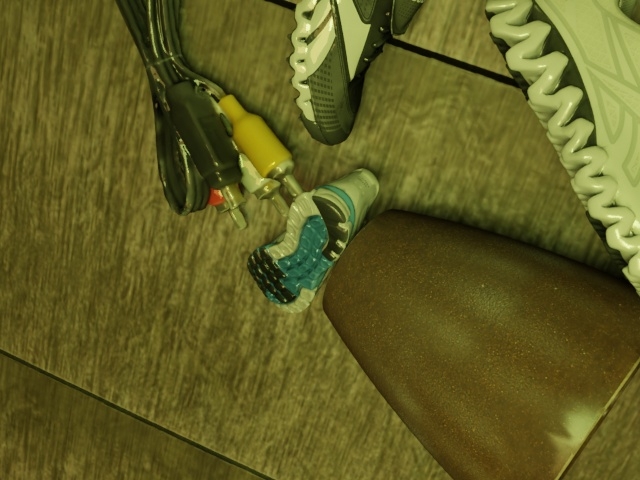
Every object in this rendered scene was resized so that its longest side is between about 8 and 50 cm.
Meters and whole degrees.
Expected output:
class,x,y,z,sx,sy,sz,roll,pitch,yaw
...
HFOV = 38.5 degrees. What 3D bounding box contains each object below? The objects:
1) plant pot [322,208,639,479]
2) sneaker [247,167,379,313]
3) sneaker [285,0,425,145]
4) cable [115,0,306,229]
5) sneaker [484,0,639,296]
class,x,y,z,sx,sy,sz,roll,pitch,yaw
plant pot,0.123,0.078,0.732,0.230,0.215,0.215,35,122,21
sneaker,0.000,0.000,0.809,0.071,0.083,0.191,47,144,2
sneaker,0.036,-0.181,0.706,0.106,0.078,0.234,13,115,19
cable,-0.119,-0.138,0.818,0.139,0.072,0.287,-24,90,46
sneaker,0.218,-0.071,0.621,0.118,0.110,0.292,-27,71,15
